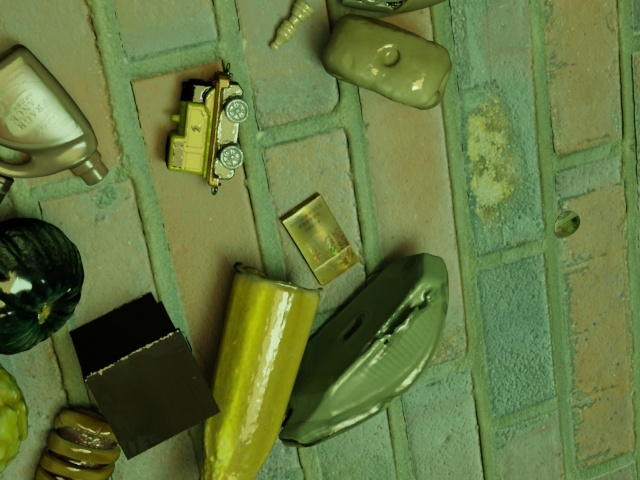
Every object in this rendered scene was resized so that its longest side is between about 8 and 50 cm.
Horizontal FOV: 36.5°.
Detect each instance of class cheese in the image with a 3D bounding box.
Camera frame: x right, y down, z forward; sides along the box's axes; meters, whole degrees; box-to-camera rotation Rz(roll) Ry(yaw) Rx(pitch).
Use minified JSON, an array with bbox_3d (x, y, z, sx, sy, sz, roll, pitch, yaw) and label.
[{"bbox_3d":[0.119,-0.292,1.598,0.235,0.218,0.117,4,110,-44],"label":"cheese"}]

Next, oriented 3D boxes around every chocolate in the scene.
[{"bbox_3d":[-0.134,0.267,1.659,0.162,0.162,0.446,16,90,-25],"label":"chocolate"}]

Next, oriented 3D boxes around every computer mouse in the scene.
[{"bbox_3d":[0.089,0.207,1.730,0.429,0.228,0.145,-46,113,0],"label":"computer mouse"},{"bbox_3d":[0.153,-0.427,1.600,0.236,0.145,0.082,-13,88,-19],"label":"computer mouse"}]

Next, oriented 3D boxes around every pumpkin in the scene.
[{"bbox_3d":[-0.467,0.068,1.487,0.162,0.220,0.220,40,90,17],"label":"pumpkin"}]

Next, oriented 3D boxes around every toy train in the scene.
[{"bbox_3d":[-0.185,-0.182,1.580,0.127,0.089,0.219,5,106,-12],"label":"toy train"}]

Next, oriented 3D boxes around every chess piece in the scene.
[{"bbox_3d":[-0.051,-0.353,1.607,0.035,0.035,0.092,36,95,-27],"label":"chess piece"}]

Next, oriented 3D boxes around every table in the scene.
[{"bbox_3d":[-0.290,0.214,1.603,0.172,0.193,0.169,-27,114,-12],"label":"table"}]

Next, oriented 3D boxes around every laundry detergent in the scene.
[{"bbox_3d":[-0.446,-0.162,1.492,0.171,0.076,0.237,-37,118,-6],"label":"laundry detergent"}]

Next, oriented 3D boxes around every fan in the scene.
[{"bbox_3d":[0.493,-0.043,1.932,0.060,0.003,0.080,-2,107,-21],"label":"fan"}]

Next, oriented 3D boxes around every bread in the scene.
[{"bbox_3d":[-0.421,0.399,1.674,0.134,0.081,0.225,16,100,-26],"label":"bread"}]

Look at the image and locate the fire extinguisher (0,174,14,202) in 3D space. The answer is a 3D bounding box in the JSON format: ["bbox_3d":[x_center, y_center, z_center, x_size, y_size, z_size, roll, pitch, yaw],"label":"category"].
[{"bbox_3d":[-0.536,-0.038,1.512,0.064,0.043,0.158,33,93,3],"label":"fire extinguisher"}]

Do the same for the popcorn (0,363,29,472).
[{"bbox_3d":[-0.581,0.271,1.473,0.282,0.282,0.247,15,89,-24],"label":"popcorn"}]

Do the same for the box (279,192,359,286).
[{"bbox_3d":[0.000,0.000,1.743,0.089,0.022,0.156,-33,115,-8],"label":"box"}]
